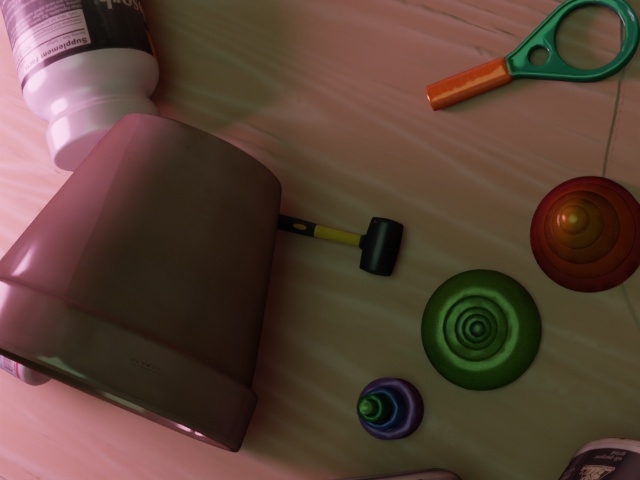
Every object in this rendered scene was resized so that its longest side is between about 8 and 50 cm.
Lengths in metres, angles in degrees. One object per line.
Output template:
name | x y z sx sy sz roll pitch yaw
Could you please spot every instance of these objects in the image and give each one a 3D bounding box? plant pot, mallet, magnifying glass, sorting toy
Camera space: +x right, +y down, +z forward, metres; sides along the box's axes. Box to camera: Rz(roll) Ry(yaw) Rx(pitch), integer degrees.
plant pot | -0.179 0.032 1.200 0.323 0.323 0.280 18 77 22
mallet | 0.000 0.000 1.271 0.189 0.039 0.062 6 87 26
magnifying glass | 0.223 -0.191 1.218 0.231 0.026 0.092 -19 77 15
sorting toy | 0.166 0.070 1.148 0.365 0.126 0.127 -43 71 10

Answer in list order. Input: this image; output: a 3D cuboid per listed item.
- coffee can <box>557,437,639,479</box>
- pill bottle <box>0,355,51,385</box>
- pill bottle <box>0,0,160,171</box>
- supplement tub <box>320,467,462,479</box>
coffee can | 0.233 0.335 0.978 0.201 0.201 0.275 32 55 21
pill bottle | -0.378 0.101 1.367 0.160 0.087 0.087 26 92 21
pill bottle | -0.278 -0.232 1.336 0.162 0.162 0.278 -22 76 17
supplement tub | 0.058 0.397 1.100 0.207 0.207 0.338 -9 80 19
